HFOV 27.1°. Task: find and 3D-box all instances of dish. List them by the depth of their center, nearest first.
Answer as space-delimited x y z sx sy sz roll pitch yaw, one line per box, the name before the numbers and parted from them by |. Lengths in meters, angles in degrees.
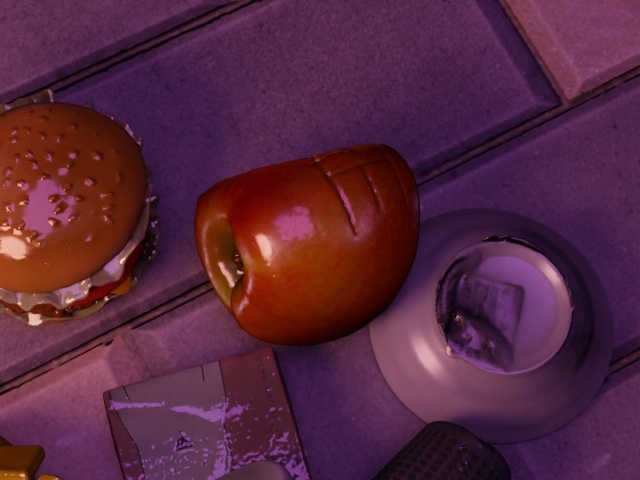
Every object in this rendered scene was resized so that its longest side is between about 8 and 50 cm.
dish | 0.221 0.092 1.646 0.316 0.106 0.316 1 74 -4

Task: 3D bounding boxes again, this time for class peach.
peach | 0.000 0.000 1.601 0.274 0.248 0.245 -21 111 -24

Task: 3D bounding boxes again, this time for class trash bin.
trash bin | 0.133 0.303 1.556 0.175 0.175 0.161 35 63 6

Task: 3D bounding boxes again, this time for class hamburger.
hamburger | -0.325 -0.040 1.584 0.274 0.212 0.274 1 73 -5

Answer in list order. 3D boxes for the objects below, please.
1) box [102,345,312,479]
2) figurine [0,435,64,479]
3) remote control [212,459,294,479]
box | -0.127 0.257 1.569 0.215 0.086 0.215 -15 70 -9
figurine | -0.372 0.297 1.427 0.218 0.327 0.169 -29 114 -11
remote control | -0.162 0.324 1.423 0.296 0.140 0.056 -25 102 -14
